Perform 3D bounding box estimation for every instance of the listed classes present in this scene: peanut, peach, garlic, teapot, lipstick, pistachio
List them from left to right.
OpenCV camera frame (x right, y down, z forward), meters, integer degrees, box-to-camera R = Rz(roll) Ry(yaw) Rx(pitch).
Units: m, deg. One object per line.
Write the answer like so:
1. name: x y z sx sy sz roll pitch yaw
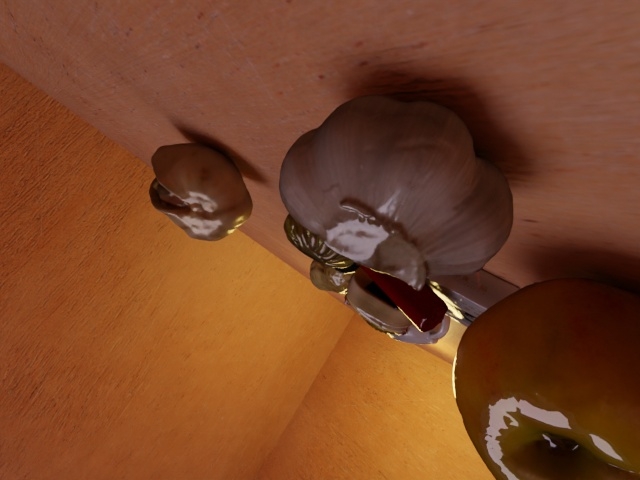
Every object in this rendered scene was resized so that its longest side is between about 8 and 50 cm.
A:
1. pistachio: -0.311 -0.134 1.051 0.321 0.229 0.238 37 -153 29
2. peanut: 0.047 0.105 1.350 0.147 0.147 0.305 35 169 -16
3. lipstick: 0.130 0.058 0.801 0.279 0.073 0.073 48 -178 40
4. garlic: 0.074 -0.070 0.394 0.229 0.178 0.143 13 135 10
5. teapot: 0.285 0.227 1.208 0.204 0.139 0.298 7 178 -24
6. peach: 0.319 0.185 0.506 0.289 0.289 0.308 26 -153 35

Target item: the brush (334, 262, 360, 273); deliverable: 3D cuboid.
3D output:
1. brush: 0.103 0.073 1.174 0.034 0.027 0.190 23 -168 32

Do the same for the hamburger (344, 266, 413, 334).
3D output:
1. hamburger: 0.169 0.151 1.089 0.210 0.173 0.116 29 145 17

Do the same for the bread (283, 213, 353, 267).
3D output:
1. bread: 0.000 0.000 1.063 0.213 0.105 0.213 32 167 8

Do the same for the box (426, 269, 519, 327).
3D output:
1. box: 0.283 0.111 0.808 0.149 0.067 0.233 32 170 21
